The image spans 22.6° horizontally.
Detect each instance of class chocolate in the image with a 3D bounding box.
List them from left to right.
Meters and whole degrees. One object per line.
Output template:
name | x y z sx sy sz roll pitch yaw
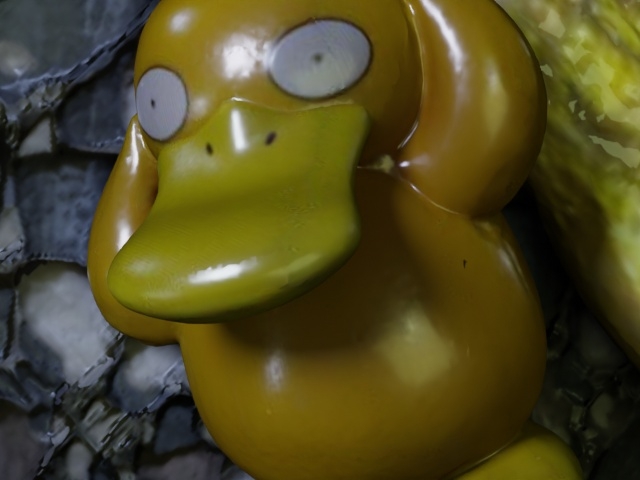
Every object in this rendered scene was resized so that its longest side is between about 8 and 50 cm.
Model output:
chocolate | 0.219 0.022 0.752 0.445 0.162 0.162 45 77 -23

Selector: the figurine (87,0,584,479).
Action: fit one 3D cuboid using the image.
figurine | 0.004 0.004 0.647 0.215 0.215 0.228 -41 127 -16
